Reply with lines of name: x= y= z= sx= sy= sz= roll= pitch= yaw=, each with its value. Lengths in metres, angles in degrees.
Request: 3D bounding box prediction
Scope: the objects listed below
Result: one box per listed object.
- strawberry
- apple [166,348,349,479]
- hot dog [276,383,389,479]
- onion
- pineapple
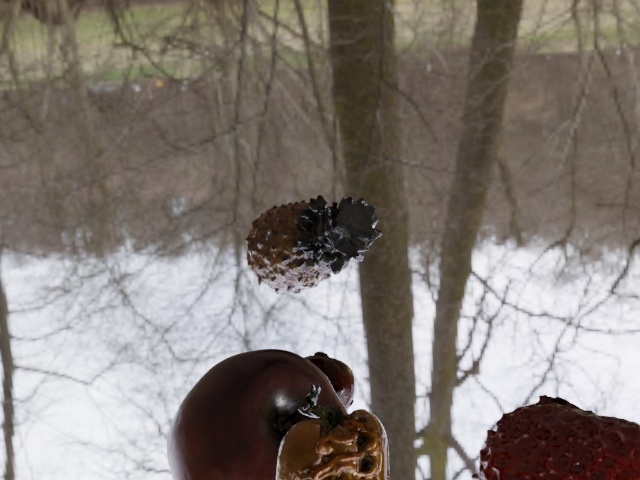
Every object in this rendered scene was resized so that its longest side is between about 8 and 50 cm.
strawberry: x=0.331 y=0.292 z=1.183 sx=0.244 sy=0.205 sz=0.205 roll=-23 pitch=177 yaw=41
apple: x=-0.075 y=0.242 z=1.140 sx=0.234 sy=0.234 sz=0.234 roll=-4 pitch=-168 yaw=1
hot dog: x=0.011 y=0.182 z=0.583 sx=0.072 sy=0.188 sz=0.055 roll=-8 pitch=-163 yaw=-23
onion: x=0.002 y=0.230 z=1.518 sx=0.117 sy=0.119 sz=0.118 roll=-2 pitch=-169 yaw=-10
pineapple: x=0.000 y=0.000 z=1.493 sx=0.157 sy=0.158 sz=0.278 roll=-13 pitch=178 yaw=-35
